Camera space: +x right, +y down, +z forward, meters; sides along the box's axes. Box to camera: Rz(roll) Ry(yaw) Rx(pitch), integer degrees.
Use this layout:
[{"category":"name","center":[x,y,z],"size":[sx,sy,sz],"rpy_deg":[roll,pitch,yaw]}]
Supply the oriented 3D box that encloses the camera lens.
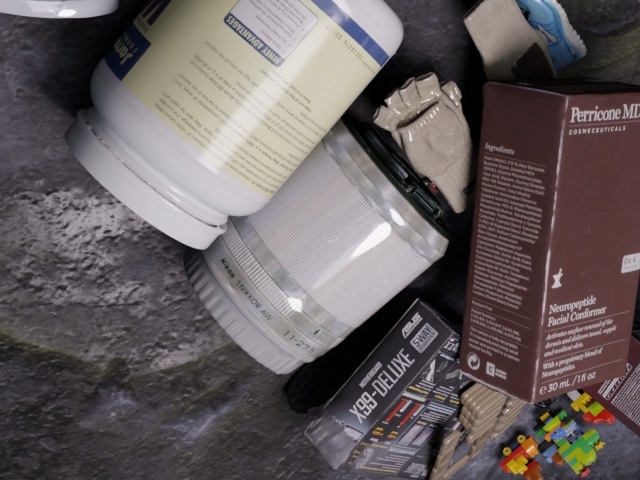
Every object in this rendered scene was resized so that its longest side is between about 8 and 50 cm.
[{"category":"camera lens","center":[0.000,0.000,1.252],"size":[0.274,0.219,0.219],"rpy_deg":[-41,126,10]}]

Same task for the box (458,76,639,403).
[{"category":"box","center":[0.299,-0.007,1.296],"size":[0.191,0.143,0.381],"rpy_deg":[-9,108,-36]}]

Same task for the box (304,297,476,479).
[{"category":"box","center":[0.146,0.224,1.472],"size":[0.242,0.076,0.307],"rpy_deg":[-50,148,9]}]

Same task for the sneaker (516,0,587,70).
[{"category":"sneaker","center":[0.280,-0.272,1.333],"size":[0.073,0.063,0.162],"rpy_deg":[-42,125,6]}]

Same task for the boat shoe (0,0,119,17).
[{"category":"boat shoe","center":[-0.318,-0.278,1.055],"size":[0.228,0.080,0.076],"rpy_deg":[3,117,-17]}]

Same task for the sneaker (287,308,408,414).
[{"category":"sneaker","center":[0.068,0.194,1.482],"size":[0.235,0.084,0.097],"rpy_deg":[-31,127,-6]}]

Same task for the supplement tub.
[{"category":"supplement tub","center":[-0.095,-0.175,1.111],"size":[0.235,0.235,0.325],"rpy_deg":[36,99,-35]}]

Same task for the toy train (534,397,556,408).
[{"category":"toy train","center":[0.318,0.237,1.656],"size":[0.158,0.027,0.036],"rpy_deg":[27,114,-34]}]

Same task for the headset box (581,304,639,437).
[{"category":"headset box","center":[0.434,0.160,1.498],"size":[0.218,0.293,0.110],"rpy_deg":[7,119,-55]}]

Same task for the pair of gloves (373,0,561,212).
[{"category":"pair of gloves","center":[0.194,-0.178,1.295],"size":[0.240,0.042,0.204],"rpy_deg":[-50,128,-2]}]

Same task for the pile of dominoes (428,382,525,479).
[{"category":"pile of dominoes","center":[0.232,0.267,1.533],"size":[0.196,0.040,0.251],"rpy_deg":[-34,156,-20]}]

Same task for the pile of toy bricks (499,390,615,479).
[{"category":"pile of toy bricks","center":[0.406,0.334,1.683],"size":[0.212,0.105,0.118],"rpy_deg":[-41,141,2]}]

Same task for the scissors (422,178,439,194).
[{"category":"scissors","center":[0.139,-0.062,1.415],"size":[0.297,0.021,0.109],"rpy_deg":[-7,117,-22]}]

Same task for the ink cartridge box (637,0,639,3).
[{"category":"ink cartridge box","center":[0.481,-0.357,1.397],"size":[0.063,0.029,0.115],"rpy_deg":[32,100,-34]}]
